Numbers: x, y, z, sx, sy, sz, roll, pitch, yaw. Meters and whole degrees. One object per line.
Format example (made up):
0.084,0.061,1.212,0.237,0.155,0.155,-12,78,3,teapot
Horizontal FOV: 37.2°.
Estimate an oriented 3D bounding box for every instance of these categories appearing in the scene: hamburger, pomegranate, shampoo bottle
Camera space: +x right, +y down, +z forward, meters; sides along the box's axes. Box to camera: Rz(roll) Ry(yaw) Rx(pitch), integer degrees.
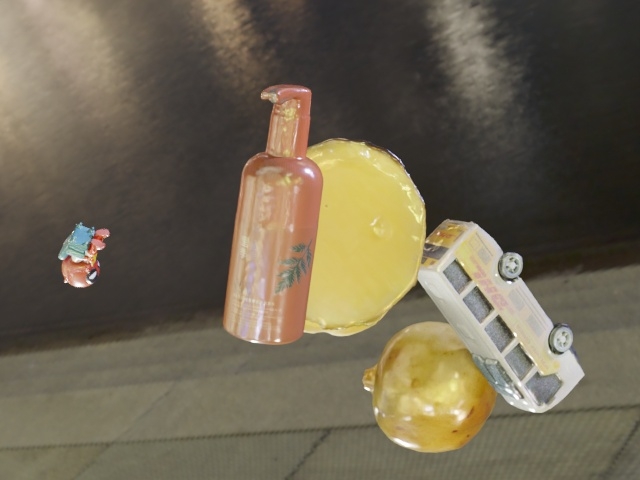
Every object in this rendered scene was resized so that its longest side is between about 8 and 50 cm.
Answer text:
0.000,0.000,1.360,0.276,0.276,0.237,-38,7,-16,hamburger
0.193,0.251,1.619,0.233,0.233,0.233,-24,26,12,pomegranate
-0.041,-0.025,0.903,0.086,0.244,0.085,6,15,-2,shampoo bottle

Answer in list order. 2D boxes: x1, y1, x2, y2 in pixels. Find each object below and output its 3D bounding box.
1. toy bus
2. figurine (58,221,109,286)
0.279,0.119,1.476,0.138,0.342,0.097,-45,23,-19,toy bus
-0.424,0.033,1.687,0.068,0.075,0.140,-85,17,-46,figurine
